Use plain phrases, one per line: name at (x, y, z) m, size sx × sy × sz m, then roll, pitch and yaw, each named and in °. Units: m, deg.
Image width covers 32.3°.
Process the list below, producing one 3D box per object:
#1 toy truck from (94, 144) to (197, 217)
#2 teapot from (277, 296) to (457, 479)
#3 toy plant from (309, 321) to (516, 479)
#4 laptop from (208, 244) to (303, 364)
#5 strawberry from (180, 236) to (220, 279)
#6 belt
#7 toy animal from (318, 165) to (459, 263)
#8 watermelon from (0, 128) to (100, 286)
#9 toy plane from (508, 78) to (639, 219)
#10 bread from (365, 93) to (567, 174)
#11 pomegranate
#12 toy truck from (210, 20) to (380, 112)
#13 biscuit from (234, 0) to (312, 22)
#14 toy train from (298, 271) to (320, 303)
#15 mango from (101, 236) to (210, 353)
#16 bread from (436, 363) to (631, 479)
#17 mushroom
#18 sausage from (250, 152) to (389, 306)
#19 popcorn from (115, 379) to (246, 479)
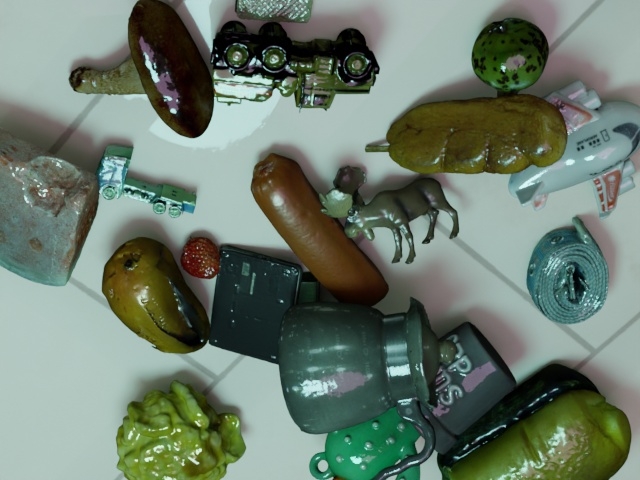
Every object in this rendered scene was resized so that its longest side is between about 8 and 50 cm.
toy truck at (-0.285, -0.097, 1.824) m, size 0.175 × 0.067 × 0.081 m, roll 17°, pitch 115°, yaw -12°
teapot at (0.089, 0.231, 1.829) m, size 0.285 × 0.305 × 0.223 m, roll -10°, pitch 141°, yaw 12°
toy plant at (0.147, 0.312, 1.998) m, size 0.400 × 0.185 × 0.279 m, roll -39°, pitch 92°, yaw 8°
laptop at (-0.117, 0.117, 1.949) m, size 0.153 × 0.026 × 0.207 m, roll 16°, pitch 119°, yaw 10°
strawberry at (-0.203, 0.034, 1.889) m, size 0.073 × 0.083 × 0.073 m, roll -9°, pitch 119°, yaw -17°
belt at (0.435, 0.065, 1.937) m, size 0.147 × 0.082 × 0.163 m, roll -32°, pitch 116°, yaw 10°
toy animal at (0.109, -0.052, 1.842) m, size 0.214 × 0.093 × 0.186 m, roll -28°, pitch 100°, yaw -18°
watermelon at (-0.464, -0.088, 1.761) m, size 0.226 × 0.148 × 0.318 m, roll -18°, pitch 118°, yaw 32°
toy plane at (0.420, -0.141, 1.806) m, size 0.252 × 0.118 × 0.252 m, roll -2°, pitch 119°, yaw -5°
bread at (0.229, -0.160, 1.765) m, size 0.344 × 0.124 × 0.084 m, roll -2°, pitch 166°, yaw 30°
pomegranate at (0.297, -0.276, 1.732) m, size 0.122 × 0.122 × 0.161 m, roll -9°, pitch 142°, yaw 2°
toy truck at (-0.040, -0.263, 1.710) m, size 0.257 × 0.127 × 0.127 m, roll 0°, pitch 114°, yaw -4°
biscuit at (-0.064, -0.429, 1.669) m, size 0.121 × 0.041 × 0.199 m, roll 3°, pitch 118°, yaw -6°
toy train at (-0.036, 0.120, 1.970) m, size 0.070 × 0.038 × 0.148 m, roll -1°, pitch 118°, yaw -5°
mango at (-0.278, 0.100, 1.892) m, size 0.151 × 0.156 × 0.249 m, roll -12°, pitch 136°, yaw 29°
bread at (0.397, 0.412, 2.064) m, size 0.376 × 0.208 × 0.251 m, roll -39°, pitch 118°, yaw 13°
mushroom at (-0.288, -0.250, 1.726) m, size 0.217 × 0.148 × 0.227 m, roll -13°, pitch 110°, yaw 25°
sausage at (0.000, 0.000, 1.875) m, size 0.097 × 0.094 × 0.348 m, roll -30°, pitch 116°, yaw 16°
popcorn at (-0.259, 0.362, 2.011) m, size 0.216 × 0.181 × 0.235 m, roll -17°, pitch 123°, yaw 5°
